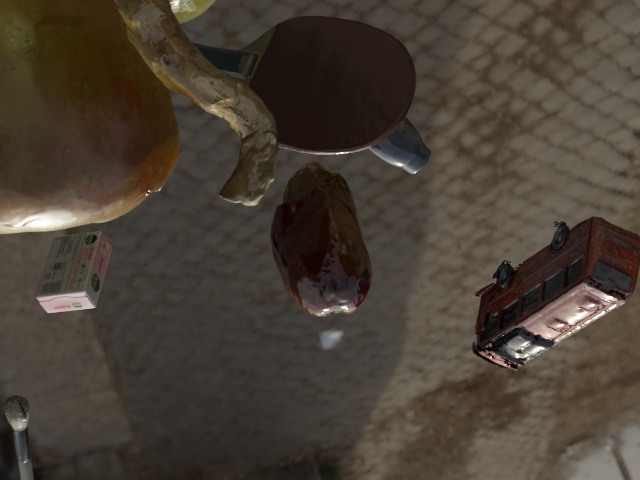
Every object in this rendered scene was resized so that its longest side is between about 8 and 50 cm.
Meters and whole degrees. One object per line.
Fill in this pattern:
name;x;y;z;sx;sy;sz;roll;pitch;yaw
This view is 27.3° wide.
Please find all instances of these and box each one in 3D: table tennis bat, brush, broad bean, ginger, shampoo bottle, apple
table tennis bat;-0.042;-0.159;1.264;0.274;0.154;0.021;13;154;17
brush;-0.497;0.379;2.227;0.042;0.039;0.299;-1;123;-2
broad bean;-0.002;-0.001;1.788;0.122;0.229;0.156;-10;153;-14
ginger;-0.122;-0.158;1.142;0.075;0.288;0.089;-33;178;-19
shampoo bottle;0.059;-0.184;1.844;0.233;0.087;0.049;40;140;-16
apple;-0.339;-0.179;1.471;0.374;0.374;0.384;-33;171;25

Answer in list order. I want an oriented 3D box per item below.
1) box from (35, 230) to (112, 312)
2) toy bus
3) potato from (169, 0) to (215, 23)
box;-0.384;0.048;2.054;0.089;0.125;0.043;-6;140;19
toy bus;0.225;0.053;1.291;0.073;0.096;0.235;24;149;-12
potato;-0.184;-0.342;1.507;0.160;0.178;0.235;0;168;-16
